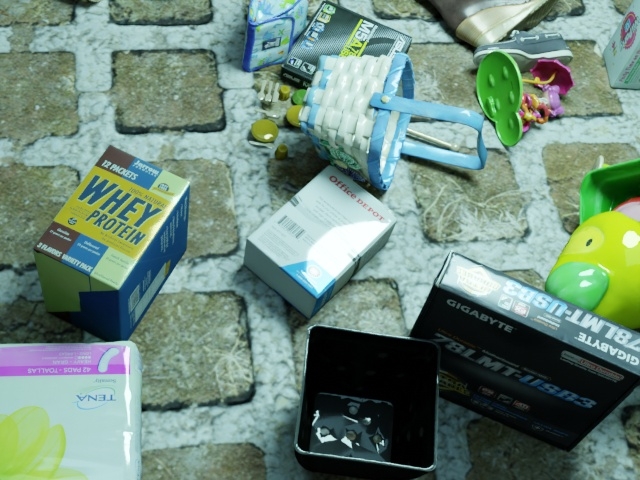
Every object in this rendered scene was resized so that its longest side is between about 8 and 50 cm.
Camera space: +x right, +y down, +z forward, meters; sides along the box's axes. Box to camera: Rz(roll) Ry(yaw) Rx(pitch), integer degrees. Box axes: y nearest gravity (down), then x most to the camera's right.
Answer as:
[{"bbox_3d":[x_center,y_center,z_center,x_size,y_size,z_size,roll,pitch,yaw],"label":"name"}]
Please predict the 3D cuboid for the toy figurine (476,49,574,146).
[{"bbox_3d":[0.389,-0.264,1.791,0.159,0.130,0.173,-11,84,-25],"label":"toy figurine"}]

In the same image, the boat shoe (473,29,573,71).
[{"bbox_3d":[0.370,-0.355,1.849,0.206,0.075,0.064,-4,70,-20],"label":"boat shoe"}]

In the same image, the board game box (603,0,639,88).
[{"bbox_3d":[0.711,-0.373,1.826,0.304,0.224,0.097,2,61,-8],"label":"board game box"}]

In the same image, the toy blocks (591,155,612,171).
[{"bbox_3d":[0.543,-0.076,1.725,0.148,0.054,0.123,17,59,2],"label":"toy blocks"}]

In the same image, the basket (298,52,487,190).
[{"bbox_3d":[0.126,-0.184,1.618,0.289,0.255,0.201,9,79,14],"label":"basket"}]

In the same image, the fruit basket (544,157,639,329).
[{"bbox_3d":[0.485,0.005,1.472,0.392,0.392,0.282,3,82,-7],"label":"fruit basket"}]

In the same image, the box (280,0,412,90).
[{"bbox_3d":[0.049,-0.331,1.805,0.184,0.045,0.190,25,60,8],"label":"box"}]

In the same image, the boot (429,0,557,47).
[{"bbox_3d":[0.328,-0.485,1.910,0.248,0.090,0.207,-36,73,-21],"label":"boot"}]

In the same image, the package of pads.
[{"bbox_3d":[-0.394,0.259,1.359,0.297,0.101,0.229,-1,60,-9],"label":"package of pads"}]

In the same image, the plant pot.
[{"bbox_3d":[0.055,0.246,1.398,0.188,0.167,0.188,9,60,-4],"label":"plant pot"}]

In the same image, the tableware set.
[{"bbox_3d":[-0.066,-0.209,1.731,0.104,0.024,0.154,12,58,-5],"label":"tableware set"}]

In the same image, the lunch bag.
[{"bbox_3d":[-0.087,-0.387,1.768,0.096,0.128,0.151,33,60,11],"label":"lunch bag"}]

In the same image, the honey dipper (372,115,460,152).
[{"bbox_3d":[0.169,-0.188,1.750,0.161,0.030,0.030,22,59,1],"label":"honey dipper"}]

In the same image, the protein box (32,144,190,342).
[{"bbox_3d":[-0.300,0.012,1.460,0.136,0.199,0.201,25,59,6],"label":"protein box"}]

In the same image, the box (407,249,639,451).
[{"bbox_3d":[0.271,0.167,1.403,0.296,0.293,0.073,24,60,5],"label":"box"}]

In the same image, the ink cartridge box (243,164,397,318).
[{"bbox_3d":[0.000,0.000,1.579,0.148,0.086,0.203,40,61,14],"label":"ink cartridge box"}]
